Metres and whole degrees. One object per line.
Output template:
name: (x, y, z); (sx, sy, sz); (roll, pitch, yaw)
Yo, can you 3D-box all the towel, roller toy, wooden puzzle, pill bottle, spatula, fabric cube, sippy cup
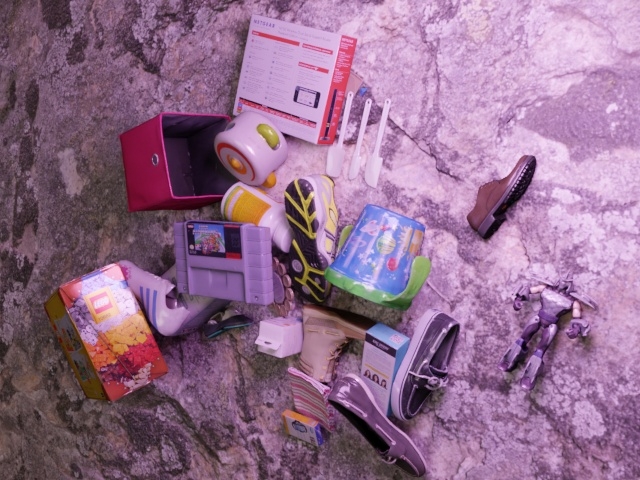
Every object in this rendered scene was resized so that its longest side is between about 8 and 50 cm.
towel: (-0.028, 0.459, 1.936); (0.144, 0.029, 0.197); (22, 135, 34)
roller toy: (-0.204, -0.260, 1.964); (0.191, 0.146, 0.209); (29, 153, 25)
wooden puzzle: (0.079, -0.432, 1.882); (0.116, 0.014, 0.078); (50, 122, 23)
pill bottle: (-0.165, -0.065, 1.994); (0.245, 0.136, 0.136); (32, 110, 30)
spatula: (0.105, -0.280, 1.859); (0.168, 0.019, 0.242); (20, 107, 32)
fabric cube: (-0.432, -0.233, 2.077); (0.258, 0.259, 0.254); (-10, 87, 45)
sippy cup: (0.155, 0.034, 1.735); (0.305, 0.240, 0.224); (23, 95, 23)

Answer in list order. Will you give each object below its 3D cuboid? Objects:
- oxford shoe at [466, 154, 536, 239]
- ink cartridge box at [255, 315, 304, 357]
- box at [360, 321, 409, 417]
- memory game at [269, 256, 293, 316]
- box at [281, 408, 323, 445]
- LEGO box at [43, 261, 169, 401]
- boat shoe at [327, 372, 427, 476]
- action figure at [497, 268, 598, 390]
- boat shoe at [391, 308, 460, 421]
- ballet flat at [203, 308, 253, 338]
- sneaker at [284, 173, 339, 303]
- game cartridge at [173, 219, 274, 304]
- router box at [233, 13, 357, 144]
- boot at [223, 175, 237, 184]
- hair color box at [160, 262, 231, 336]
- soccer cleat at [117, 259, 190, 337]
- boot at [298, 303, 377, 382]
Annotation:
oxford shoe: (0.422, -0.119, 1.614); (0.096, 0.083, 0.227); (47, 116, 29)
ink cartridge box: (-0.111, 0.278, 1.968); (0.092, 0.143, 0.090); (9, 98, 34)
box: (0.163, 0.342, 1.780); (0.100, 0.060, 0.244); (27, 128, 31)
memory game: (-0.127, 0.137, 2.009); (0.186, 0.012, 0.186); (29, 126, 51)
box: (-0.046, 0.550, 1.988); (0.136, 0.028, 0.081); (11, 127, 32)
LEGO box: (-0.710, 0.308, 2.198); (0.500, 0.193, 0.372); (-22, 93, 61)
boat shoe: (0.142, 0.504, 1.775); (0.335, 0.095, 0.112); (51, 146, 0)
action figure: (0.513, 0.194, 1.557); (0.185, 0.099, 0.285); (32, 106, 35)
boat shoe: (0.275, 0.331, 1.720); (0.105, 0.113, 0.306); (28, 99, 46)
ballet flat: (-0.299, 0.256, 2.147); (0.203, 0.074, 0.074); (-22, 79, 36)
sneaker: (0.000, 0.000, 1.888); (0.145, 0.147, 0.385); (19, 122, 35)
game cartridge: (-0.292, 0.058, 1.987); (0.355, 0.068, 0.230); (4, 105, 35)
router box: (-0.080, -0.461, 1.937); (0.335, 0.082, 0.301); (25, 110, 32)
boot: (-0.265, -0.233, 2.122); (0.106, 0.037, 0.114); (-2, 87, 33)
hair color box: (-0.371, 0.132, 2.164); (0.374, 0.113, 0.185); (-39, 70, 29)
soccer cleat: (-0.526, 0.158, 2.155); (0.143, 0.116, 0.331); (-43, 62, 4)
boot: (0.047, 0.300, 1.887); (0.262, 0.095, 0.203); (12, 99, 36)
